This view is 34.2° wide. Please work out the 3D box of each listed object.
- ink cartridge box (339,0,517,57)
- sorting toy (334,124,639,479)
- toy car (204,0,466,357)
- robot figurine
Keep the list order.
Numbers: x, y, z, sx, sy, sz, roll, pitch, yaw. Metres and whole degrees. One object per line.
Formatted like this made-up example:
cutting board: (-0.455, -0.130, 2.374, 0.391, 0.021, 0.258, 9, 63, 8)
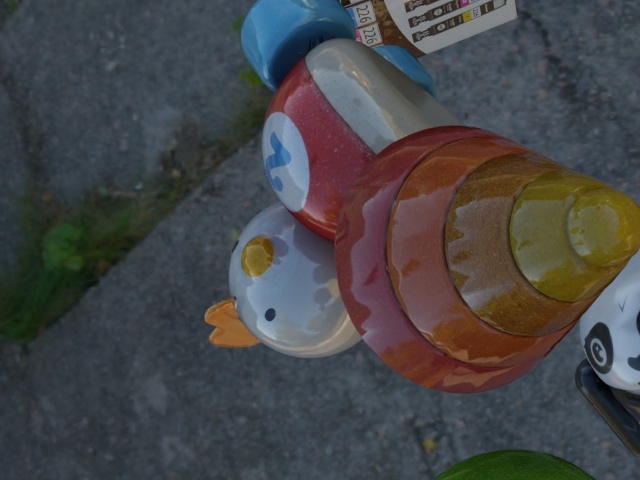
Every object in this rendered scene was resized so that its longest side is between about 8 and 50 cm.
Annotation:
ink cartridge box: (0.111, -0.355, 1.094, 0.271, 0.309, 0.130, -22, 56, 3)
sorting toy: (0.098, 0.123, 0.398, 0.126, 0.127, 0.366, 159, 104, -70)
toy car: (0.000, 0.000, 0.694, 0.238, 0.210, 0.219, -44, 56, 17)
robot figurine: (0.333, 0.109, 0.832, 0.209, 0.173, 0.278, -43, 102, 5)
